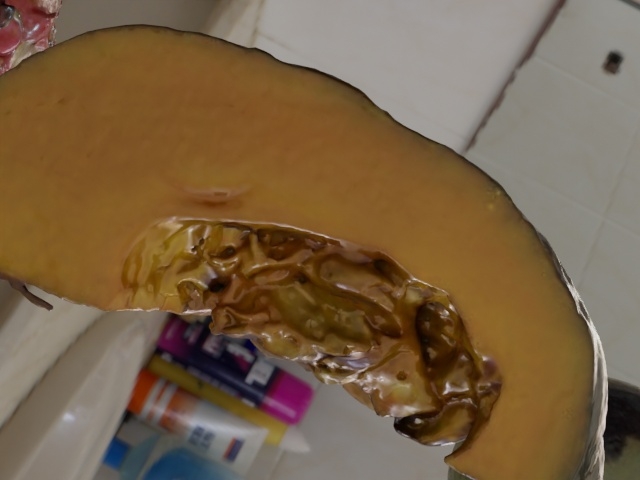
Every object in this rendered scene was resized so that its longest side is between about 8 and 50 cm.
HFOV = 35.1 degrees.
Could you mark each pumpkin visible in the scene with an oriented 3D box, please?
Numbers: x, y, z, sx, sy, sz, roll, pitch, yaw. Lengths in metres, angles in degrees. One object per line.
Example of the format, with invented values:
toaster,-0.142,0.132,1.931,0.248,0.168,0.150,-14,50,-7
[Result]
pumpkin,-0.001,-0.005,0.415,0.163,0.278,0.111,-64,177,-85

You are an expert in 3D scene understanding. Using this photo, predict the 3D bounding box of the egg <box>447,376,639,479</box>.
egg,0.390,0.367,1.413,0.345,0.428,0.345,19,90,-74

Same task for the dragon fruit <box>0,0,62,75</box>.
dragon fruit,-0.292,-0.162,0.806,0.262,0.163,0.189,-21,-178,22
